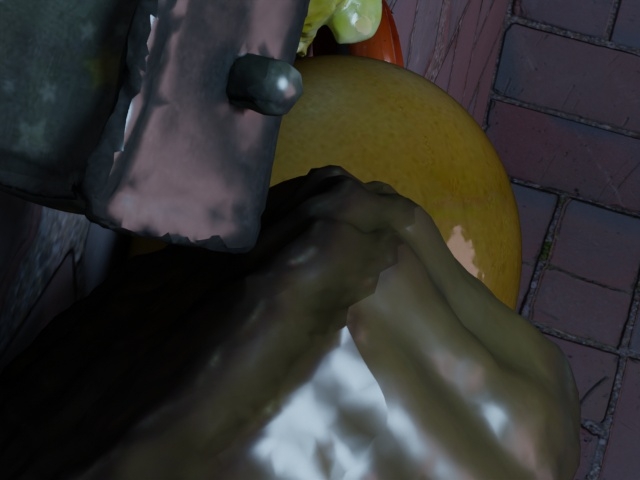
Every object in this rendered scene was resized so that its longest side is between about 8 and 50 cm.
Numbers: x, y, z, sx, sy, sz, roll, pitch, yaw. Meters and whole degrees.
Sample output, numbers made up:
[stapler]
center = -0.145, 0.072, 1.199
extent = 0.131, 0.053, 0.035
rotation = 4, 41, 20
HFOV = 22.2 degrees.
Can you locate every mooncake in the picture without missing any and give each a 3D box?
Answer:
[mooncake]
center = -0.044, 0.111, 0.784
extent = 0.324, 0.187, 0.324
rotation = -36, -164, 12

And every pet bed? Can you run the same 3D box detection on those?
[pet bed]
center = -0.069, -0.111, 0.693
extent = 0.183, 0.159, 0.211
rotation = 9, 98, -80

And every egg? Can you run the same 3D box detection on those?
[egg]
center = -0.003, 0.037, 1.055
extent = 0.250, 0.250, 0.322
rotation = -55, 163, -63

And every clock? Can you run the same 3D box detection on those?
[clock]
center = 0.034, -0.135, 1.347
extent = 0.205, 0.051, 0.205
rotation = 173, -90, -80

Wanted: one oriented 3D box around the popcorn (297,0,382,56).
[popcorn]
center = -0.037, -0.156, 0.898
extent = 0.141, 0.162, 0.135
rotation = -39, -153, 1
